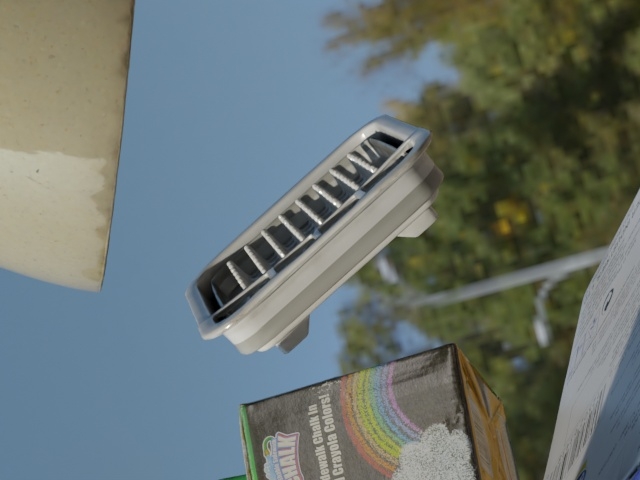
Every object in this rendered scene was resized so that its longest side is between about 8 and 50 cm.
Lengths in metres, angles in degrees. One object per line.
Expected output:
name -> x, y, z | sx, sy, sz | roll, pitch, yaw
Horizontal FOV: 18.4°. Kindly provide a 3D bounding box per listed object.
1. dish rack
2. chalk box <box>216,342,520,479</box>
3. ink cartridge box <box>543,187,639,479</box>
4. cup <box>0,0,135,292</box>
dish rack -> 0.000, 0.000, 1.937 | 0.072, 0.285, 0.333 | 47, 179, -12
chalk box -> 0.026, 0.179, 1.402 | 0.132, 0.213, 0.132 | 47, -151, -58
ink cartridge box -> 0.220, 0.093, 1.034 | 0.395, 0.151, 0.270 | -67, -2, -49
cup -> -0.267, -0.136, 1.497 | 0.331, 0.237, 0.331 | -174, 90, -83
